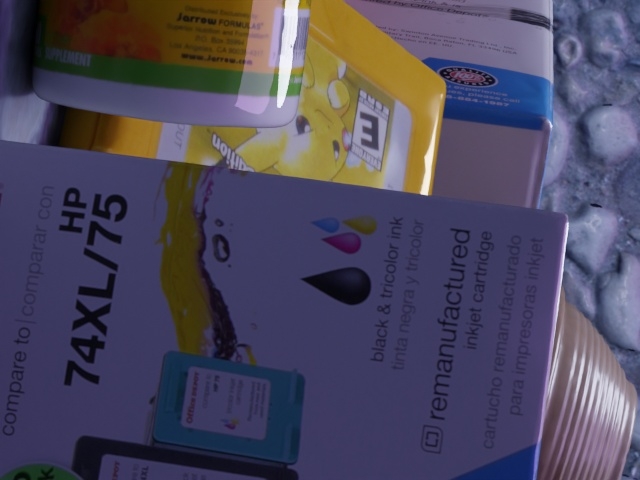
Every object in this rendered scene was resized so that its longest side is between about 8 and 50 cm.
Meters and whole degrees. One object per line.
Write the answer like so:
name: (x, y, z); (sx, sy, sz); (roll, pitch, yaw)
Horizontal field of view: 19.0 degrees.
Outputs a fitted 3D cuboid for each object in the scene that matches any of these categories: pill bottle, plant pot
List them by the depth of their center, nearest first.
pill bottle: (-0.065, -0.185, 0.955); (0.136, 0.136, 0.245); (-57, 154, -82)
plant pot: (0.174, 0.151, 1.471); (0.237, 0.110, 0.237); (-163, -90, -90)

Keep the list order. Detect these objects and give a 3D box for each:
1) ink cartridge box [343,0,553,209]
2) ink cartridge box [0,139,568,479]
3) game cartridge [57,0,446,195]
ink cartridge box: (0.040, -0.117, 1.573); (0.395, 0.285, 0.166); (-75, 172, -64)
ink cartridge box: (-0.038, 0.077, 0.864); (0.197, 0.270, 0.198); (58, 40, -82)
game cartridge: (-0.037, -0.015, 1.134); (0.285, 0.053, 0.323); (32, 54, -41)
